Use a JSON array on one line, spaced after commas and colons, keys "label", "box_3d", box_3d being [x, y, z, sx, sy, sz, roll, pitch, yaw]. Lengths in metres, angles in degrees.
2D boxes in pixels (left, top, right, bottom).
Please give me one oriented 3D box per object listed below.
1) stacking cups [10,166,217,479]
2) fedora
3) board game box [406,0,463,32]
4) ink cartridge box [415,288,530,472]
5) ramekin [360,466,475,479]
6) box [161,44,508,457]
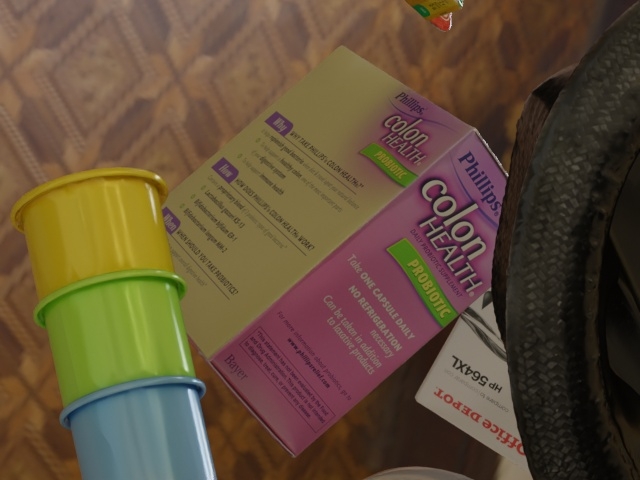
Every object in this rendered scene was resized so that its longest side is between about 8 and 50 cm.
[{"label": "stacking cups", "box_3d": [-0.100, 0.122, 0.872, 0.096, 0.096, 0.316, 10, 61, -55]}, {"label": "fedora", "box_3d": [0.183, 0.020, 0.807, 0.334, 0.152, 0.334, -7, 103, -30]}, {"label": "board game box", "box_3d": [0.022, -0.240, 0.946, 0.259, 0.039, 0.124, 37, 50, -47]}, {"label": "ink cartridge box", "box_3d": [0.212, 0.112, 1.588, 0.203, 0.148, 0.086, -63, 165, 16]}, {"label": "ramekin", "box_3d": [0.046, 0.245, 0.898, 0.109, 0.207, 0.207, -20, 124, -49]}, {"label": "box", "box_3d": [0.000, 0.000, 1.154, 0.243, 0.213, 0.117, -42, 123, -5]}]
